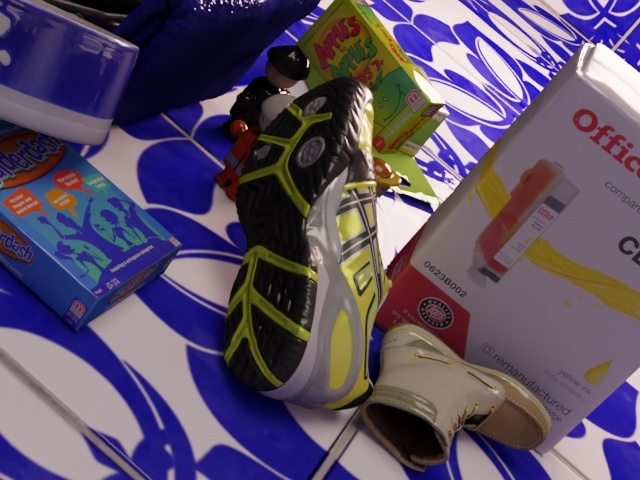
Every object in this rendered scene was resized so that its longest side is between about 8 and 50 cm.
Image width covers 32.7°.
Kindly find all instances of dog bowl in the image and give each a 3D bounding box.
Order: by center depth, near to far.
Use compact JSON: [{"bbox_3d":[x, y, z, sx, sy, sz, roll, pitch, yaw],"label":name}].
[{"bbox_3d":[-0.312,-0.191,1.040,0.265,0.104,0.265,24,7,-3],"label":"dog bowl"}]

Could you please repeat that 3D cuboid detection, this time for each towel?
[{"bbox_3d":[-0.150,-0.233,1.270,0.076,0.227,0.308,53,30,4],"label":"towel"}]

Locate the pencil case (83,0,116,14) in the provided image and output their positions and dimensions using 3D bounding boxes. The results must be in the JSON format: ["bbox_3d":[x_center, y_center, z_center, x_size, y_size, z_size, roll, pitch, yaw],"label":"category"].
[{"bbox_3d":[-0.222,-0.319,1.461,0.209,0.095,0.098,16,60,-36],"label":"pencil case"}]

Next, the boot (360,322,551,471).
[{"bbox_3d":[0.145,0.190,1.160,0.213,0.077,0.165,32,27,-2],"label":"boot"}]

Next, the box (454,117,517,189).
[{"bbox_3d":[0.304,-0.026,1.572,0.143,0.165,0.270,30,29,-16],"label":"box"}]

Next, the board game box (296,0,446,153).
[{"bbox_3d":[0.059,-0.202,1.317,0.181,0.092,0.043,54,29,16],"label":"board game box"}]

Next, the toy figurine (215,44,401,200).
[{"bbox_3d":[-0.012,-0.120,1.353,0.209,0.148,0.213,29,29,-17],"label":"toy figurine"}]

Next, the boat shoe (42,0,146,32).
[{"bbox_3d":[-0.321,-0.298,1.303,0.335,0.095,0.112,18,34,-35],"label":"boat shoe"}]

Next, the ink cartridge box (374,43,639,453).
[{"bbox_3d":[0.282,0.011,1.255,0.279,0.385,0.160,38,28,0],"label":"ink cartridge box"}]

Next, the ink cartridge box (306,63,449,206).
[{"bbox_3d":[0.102,-0.184,1.640,0.189,0.097,0.255,18,33,-34],"label":"ink cartridge box"}]

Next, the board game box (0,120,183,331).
[{"bbox_3d":[-0.254,-0.025,1.031,0.210,0.047,0.160,40,28,5],"label":"board game box"}]

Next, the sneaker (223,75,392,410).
[{"bbox_3d":[0.000,0.000,1.148,0.147,0.145,0.385,36,53,-38],"label":"sneaker"}]
